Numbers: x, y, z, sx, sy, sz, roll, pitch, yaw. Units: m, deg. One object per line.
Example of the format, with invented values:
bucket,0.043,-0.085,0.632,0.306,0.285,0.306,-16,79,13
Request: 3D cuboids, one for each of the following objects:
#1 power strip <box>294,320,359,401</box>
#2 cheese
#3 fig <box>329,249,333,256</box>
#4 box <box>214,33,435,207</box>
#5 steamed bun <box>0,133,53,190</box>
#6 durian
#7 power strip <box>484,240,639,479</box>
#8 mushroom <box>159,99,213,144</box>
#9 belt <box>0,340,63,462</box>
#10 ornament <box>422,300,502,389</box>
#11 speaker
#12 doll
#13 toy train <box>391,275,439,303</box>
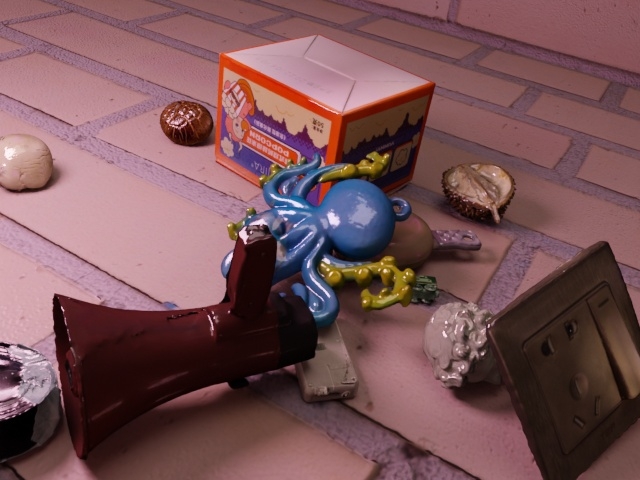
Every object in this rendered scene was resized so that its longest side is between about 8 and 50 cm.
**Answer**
power strip,-0.003,0.163,0.941,0.081,0.035,0.192,-2,36,-16
cheese,0.167,-0.002,1.185,0.286,0.082,0.163,0,35,-17
fig,-0.019,0.019,1.118,0.074,0.074,0.088,25,52,22
box,0.001,-0.253,1.356,0.348,0.257,0.318,32,42,29
steamed bun,-0.589,-0.162,1.236,0.112,0.091,0.130,-8,37,-26
durian,0.338,-0.088,1.339,0.148,0.091,0.189,-13,41,-9
power strip,0.334,0.165,0.853,0.251,0.257,0.092,-26,8,-21
mushroom,-0.314,-0.279,1.473,0.126,0.085,0.109,-2,36,-5
belt,-0.414,0.194,0.767,0.198,0.078,0.151,7,30,2
ornament,0.289,0.143,0.954,0.285,0.121,0.130,-6,45,-19
speaker,-0.166,0.096,0.790,0.329,0.259,0.198,-15,24,-26
doll,0.000,0.000,1.044,0.341,0.099,0.346,-18,54,-5
toy train,0.165,0.084,1.096,0.083,0.033,0.053,6,29,-3
